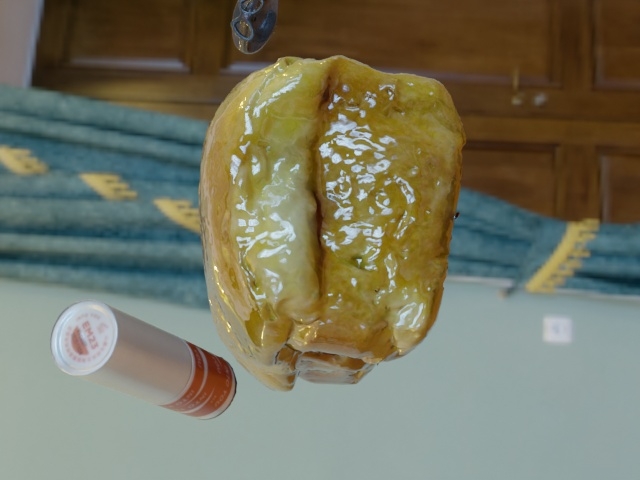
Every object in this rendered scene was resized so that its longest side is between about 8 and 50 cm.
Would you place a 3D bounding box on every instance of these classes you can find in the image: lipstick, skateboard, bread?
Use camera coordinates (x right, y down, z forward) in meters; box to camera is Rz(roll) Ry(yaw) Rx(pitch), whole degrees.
[{"bbox_3d":[-0.088,0.064,0.628,0.131,0.038,0.038,38,-128,-61],"label":"lipstick"},{"bbox_3d":[-0.063,-0.275,1.311,0.080,0.067,0.151,-57,-16,-79],"label":"skateboard"},{"bbox_3d":[-0.006,0.002,0.805,0.344,0.149,0.195,110,169,-79],"label":"bread"}]
